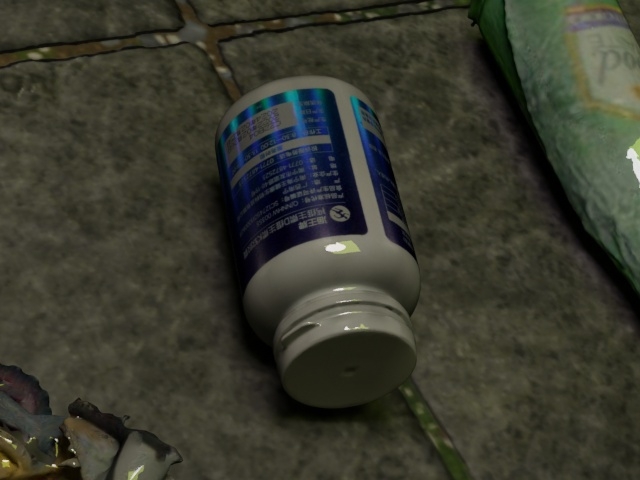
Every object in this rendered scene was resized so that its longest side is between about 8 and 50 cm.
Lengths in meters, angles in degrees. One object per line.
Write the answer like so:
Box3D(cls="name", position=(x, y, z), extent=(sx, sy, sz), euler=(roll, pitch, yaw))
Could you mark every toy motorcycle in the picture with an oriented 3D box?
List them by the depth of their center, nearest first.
Box3D(cls="toy motorcycle", position=(-0.134, 0.147, 0.789), extent=(0.229, 0.094, 0.130), euler=(35, 50, 22))

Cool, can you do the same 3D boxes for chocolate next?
Box3D(cls="chocolate", position=(0.202, -0.072, 1.117), extent=(0.110, 0.110, 0.291), euler=(-3, 54, -25))

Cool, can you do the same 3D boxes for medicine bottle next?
Box3D(cls="medicine bottle", position=(0.000, 0.000, 0.960), extent=(0.107, 0.107, 0.191), euler=(3, 50, -20))
